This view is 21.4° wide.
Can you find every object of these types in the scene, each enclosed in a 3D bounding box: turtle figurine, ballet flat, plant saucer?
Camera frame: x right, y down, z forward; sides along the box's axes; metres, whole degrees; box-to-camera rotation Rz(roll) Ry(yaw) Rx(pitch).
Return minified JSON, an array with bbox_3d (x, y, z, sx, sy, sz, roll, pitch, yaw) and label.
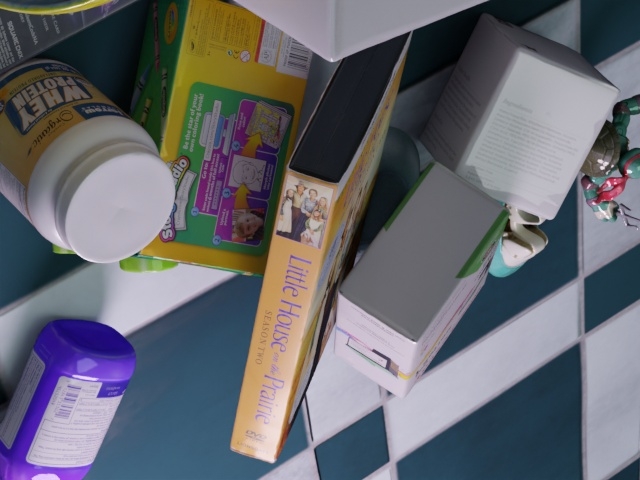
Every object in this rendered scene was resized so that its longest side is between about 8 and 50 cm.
[{"bbox_3d":[0.364,-0.125,2.168,0.118,0.234,0.175,20,106,-49],"label":"turtle figurine"},{"bbox_3d":[0.263,-0.028,2.266,0.083,0.087,0.247,-29,136,-24],"label":"ballet flat"},{"bbox_3d":[0.058,-0.048,2.104,0.195,0.037,0.195,-24,134,-27],"label":"plant saucer"}]

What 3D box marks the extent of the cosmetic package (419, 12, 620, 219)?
[{"bbox_3d":[0.240,-0.153,2.066,0.151,0.151,0.184,20,108,-21],"label":"cosmetic package"}]

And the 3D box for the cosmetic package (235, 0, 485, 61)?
[{"bbox_3d":[0.062,-0.425,1.578,0.393,0.329,0.327,-25,134,-31],"label":"cosmetic package"}]

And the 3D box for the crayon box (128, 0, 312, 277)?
[{"bbox_3d":[-0.115,-0.110,1.778,0.165,0.081,0.278,11,91,-36],"label":"crayon box"}]

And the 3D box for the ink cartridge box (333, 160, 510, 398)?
[{"bbox_3d":[0.118,0.055,2.063,0.201,0.117,0.278,-54,170,-16],"label":"ink cartridge box"}]

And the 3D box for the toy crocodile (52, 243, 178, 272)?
[{"bbox_3d":[-0.148,-0.040,1.881,0.340,0.105,0.115,-13,104,-33],"label":"toy crocodile"}]

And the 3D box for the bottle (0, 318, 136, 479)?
[{"bbox_3d":[-0.311,0.227,1.937,0.118,0.092,0.283,7,115,-44],"label":"bottle"}]

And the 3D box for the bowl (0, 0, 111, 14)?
[{"bbox_3d":[-0.216,-0.331,1.496,0.289,0.289,0.156,-54,166,5],"label":"bowl"}]

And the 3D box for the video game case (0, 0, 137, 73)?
[{"bbox_3d":[-0.260,-0.284,1.645,0.274,0.026,0.196,-32,137,-21],"label":"video game case"}]

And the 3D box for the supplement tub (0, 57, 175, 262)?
[{"bbox_3d":[-0.247,-0.079,1.677,0.144,0.199,0.144,-24,133,-28],"label":"supplement tub"}]

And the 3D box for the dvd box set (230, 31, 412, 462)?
[{"bbox_3d":[0.000,0.000,1.876,0.308,0.062,0.420,-65,171,-49],"label":"dvd box set"}]
